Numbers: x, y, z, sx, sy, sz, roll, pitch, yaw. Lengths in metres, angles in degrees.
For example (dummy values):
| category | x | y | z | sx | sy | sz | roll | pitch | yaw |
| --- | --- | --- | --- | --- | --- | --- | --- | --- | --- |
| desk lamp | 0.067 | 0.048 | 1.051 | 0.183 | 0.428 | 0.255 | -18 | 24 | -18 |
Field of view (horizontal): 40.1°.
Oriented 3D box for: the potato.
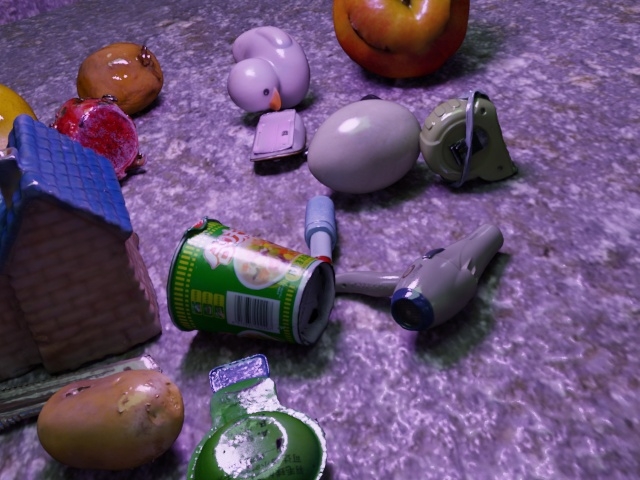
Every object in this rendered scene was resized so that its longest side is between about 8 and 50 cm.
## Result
| category | x | y | z | sx | sy | sz | roll | pitch | yaw |
| --- | --- | --- | --- | --- | --- | --- | --- | --- | --- |
| potato | -0.313 | 0.269 | 1.302 | 0.233 | 0.146 | 0.150 | -13 | -13 | 22 |

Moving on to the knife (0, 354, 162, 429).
| category | x | y | z | sx | sy | sz | roll | pitch | yaw |
| --- | --- | --- | --- | --- | --- | --- | --- | --- | --- |
| knife | -0.438 | 0.263 | 1.445 | 0.365 | 0.043 | 0.089 | -14 | 66 | -6 |

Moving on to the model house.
| category | x | y | z | sx | sy | sz | roll | pitch | yaw |
| --- | --- | --- | --- | --- | --- | --- | --- | --- | --- |
| model house | -0.560 | -0.008 | 1.567 | 0.445 | 0.400 | 0.395 | -19 | 37 | -8 |

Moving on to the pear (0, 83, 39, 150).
| category | x | y | z | sx | sy | sz | roll | pitch | yaw |
| --- | --- | --- | --- | --- | --- | --- | --- | --- | --- |
| pear | -0.710 | -0.200 | 1.966 | 0.191 | 0.340 | 0.386 | -16 | 53 | -25 |

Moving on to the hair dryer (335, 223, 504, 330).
| category | x | y | z | sx | sy | sz | roll | pitch | yaw |
| --- | --- | --- | --- | --- | --- | --- | --- | --- | --- |
| hair dryer | 0.182 | 0.043 | 1.521 | 0.295 | 0.119 | 0.298 | -24 | 22 | -27 |

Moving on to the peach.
| category | x | y | z | sx | sy | sz | roll | pitch | yaw |
| --- | --- | --- | --- | --- | --- | --- | --- | --- | --- |
| peach | 0.206 | -0.572 | 2.211 | 0.369 | 0.370 | 0.370 | -9 | 34 | 6 |

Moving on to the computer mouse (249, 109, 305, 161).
| category | x | y | z | sx | sy | sz | roll | pitch | yaw |
| --- | --- | --- | --- | --- | --- | --- | --- | --- | --- |
| computer mouse | -0.100 | -0.235 | 2.043 | 0.125 | 0.056 | 0.245 | -11 | 28 | 6 |

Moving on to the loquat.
| category | x | y | z | sx | sy | sz | roll | pitch | yaw |
| --- | --- | --- | --- | --- | --- | --- | --- | --- | --- |
| loquat | -0.541 | -0.432 | 2.370 | 0.238 | 0.193 | 0.238 | -23 | 12 | 5 |

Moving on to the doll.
| category | x | y | z | sx | sy | sz | roll | pitch | yaw |
| --- | --- | --- | --- | --- | --- | --- | --- | --- | --- |
| doll | -0.150 | -0.413 | 2.182 | 0.221 | 0.221 | 0.251 | -26 | 62 | -19 |

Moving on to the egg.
| category | x | y | z | sx | sy | sz | roll | pitch | yaw |
| --- | --- | --- | --- | --- | --- | --- | --- | --- | --- |
| egg | 0.091 | -0.191 | 1.794 | 0.253 | 0.187 | 0.186 | -23 | 35 | -18 |

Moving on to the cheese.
| category | x | y | z | sx | sy | sz | roll | pitch | yaw |
| --- | --- | --- | --- | --- | --- | --- | --- | --- | --- |
| cheese | -0.096 | 0.283 | 1.255 | 0.203 | 0.083 | 0.320 | -17 | 36 | -2 |

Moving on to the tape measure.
| category | x | y | z | sx | sy | sz | roll | pitch | yaw |
| --- | --- | --- | --- | --- | --- | --- | --- | --- | --- |
| tape measure | 0.286 | -0.196 | 1.739 | 0.175 | 0.200 | 0.106 | -22 | 34 | 2 |

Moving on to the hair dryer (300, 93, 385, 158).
| category | x | y | z | sx | sy | sz | roll | pitch | yaw |
| --- | --- | --- | --- | --- | --- | --- | --- | --- | --- |
| hair dryer | 0.065 | -0.249 | 2.005 | 0.248 | 0.071 | 0.114 | -31 | 37 | -18 |

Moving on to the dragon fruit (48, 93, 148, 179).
| category | x | y | z | sx | sy | sz | roll | pitch | yaw |
| --- | --- | --- | --- | --- | --- | --- | --- | --- | --- |
| dragon fruit | -0.519 | -0.219 | 2.052 | 0.147 | 0.211 | 0.282 | 7 | 64 | 37 |

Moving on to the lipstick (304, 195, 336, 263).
| category | x | y | z | sx | sy | sz | roll | pitch | yaw |
| --- | --- | --- | --- | --- | --- | --- | --- | --- | --- |
| lipstick | 0.000 | 0.000 | 1.636 | 0.061 | 0.068 | 0.274 | -10 | 28 | 5 |

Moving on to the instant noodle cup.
| category | x | y | z | sx | sy | sz | roll | pitch | yaw |
| --- | --- | --- | --- | --- | --- | --- | --- | --- | --- |
| instant noodle cup | -0.109 | 0.080 | 1.473 | 0.232 | 0.207 | 0.207 | 13 | 41 | 23 |
